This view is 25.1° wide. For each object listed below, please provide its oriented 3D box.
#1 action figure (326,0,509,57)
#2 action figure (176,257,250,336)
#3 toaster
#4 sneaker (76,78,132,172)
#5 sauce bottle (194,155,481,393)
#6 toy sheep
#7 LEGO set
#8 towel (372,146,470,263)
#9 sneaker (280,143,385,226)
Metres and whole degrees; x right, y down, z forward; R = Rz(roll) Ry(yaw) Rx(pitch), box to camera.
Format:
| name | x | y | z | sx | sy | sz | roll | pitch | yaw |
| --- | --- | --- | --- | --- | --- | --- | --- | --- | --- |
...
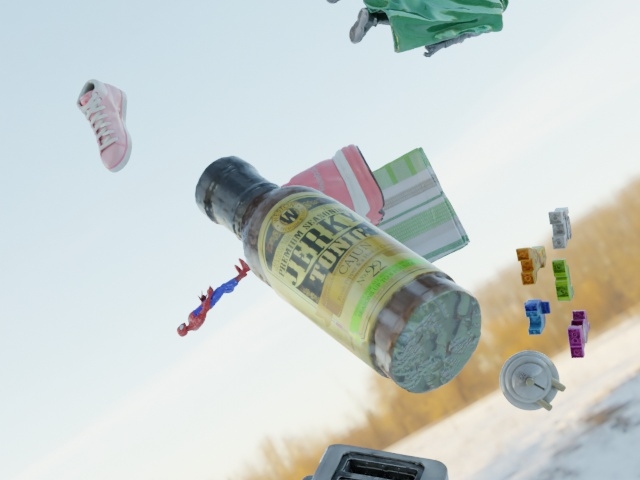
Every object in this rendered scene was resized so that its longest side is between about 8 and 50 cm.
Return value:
| name | x | y | z | sx | sy | sz | roll | pitch | yaw |
| --- | --- | --- | --- | --- | --- | --- | --- | --- | --- |
| action figure | 0.109 | -0.230 | 1.402 | 0.232 | 0.137 | 0.063 | -8 | -25 | -44 |
| action figure | -0.126 | 0.068 | 1.652 | 0.115 | 0.030 | 0.038 | -51 | 5 | -26 |
| toaster | 0.054 | 0.318 | 1.525 | 0.185 | 0.110 | 0.168 | 7 | 37 | 20 |
| sneaker | -0.288 | -0.154 | 1.883 | 0.051 | 0.134 | 0.070 | -28 | -37 | 28 |
| sauce bottle | 0.001 | 0.018 | 1.354 | 0.111 | 0.344 | 0.111 | -23 | -52 | -32 |
| toy sheep | 0.290 | 0.194 | 1.979 | 0.091 | 0.091 | 0.132 | -30 | -9 | -1 |
| LEGO set | 0.341 | 0.053 | 2.126 | 0.087 | 0.227 | 0.093 | -4 | 18 | 22 |
| towel | 0.123 | -0.038 | 1.966 | 0.113 | 0.152 | 0.023 | -27 | -1 | 14 |
| sneaker | 0.000 | -0.001 | 1.834 | 0.136 | 0.116 | 0.314 | -19 | -35 | -11 |
